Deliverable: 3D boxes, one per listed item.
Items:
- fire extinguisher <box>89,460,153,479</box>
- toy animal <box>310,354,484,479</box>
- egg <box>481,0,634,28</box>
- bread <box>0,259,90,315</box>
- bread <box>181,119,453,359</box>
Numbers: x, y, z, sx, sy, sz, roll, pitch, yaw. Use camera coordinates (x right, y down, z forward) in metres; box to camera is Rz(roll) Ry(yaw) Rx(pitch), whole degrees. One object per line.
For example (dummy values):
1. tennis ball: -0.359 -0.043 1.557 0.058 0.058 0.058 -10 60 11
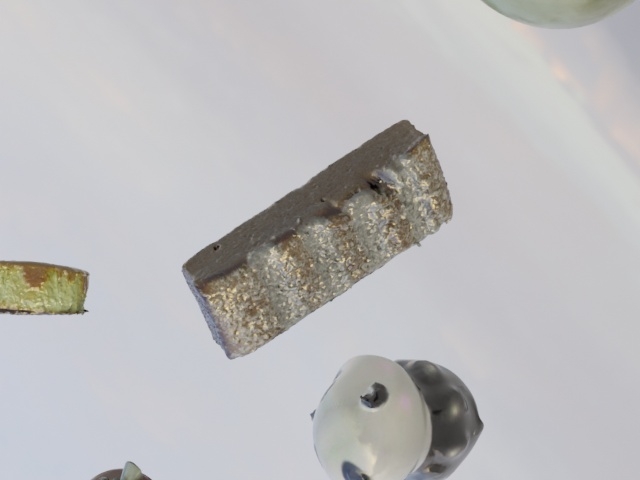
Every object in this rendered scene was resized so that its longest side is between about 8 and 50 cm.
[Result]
1. fire extinguisher: -0.202 0.310 1.645 0.105 0.104 0.269 55 160 27
2. toy animal: 0.118 0.315 2.740 0.251 0.251 0.310 52 -153 18
3. egg: 0.202 -0.366 1.446 0.258 0.258 0.352 10 -111 -67
4. bread: -0.366 0.062 2.063 0.140 0.069 0.128 3 178 -4
5. bread: 0.000 0.000 2.354 0.113 0.416 0.165 45 166 50
